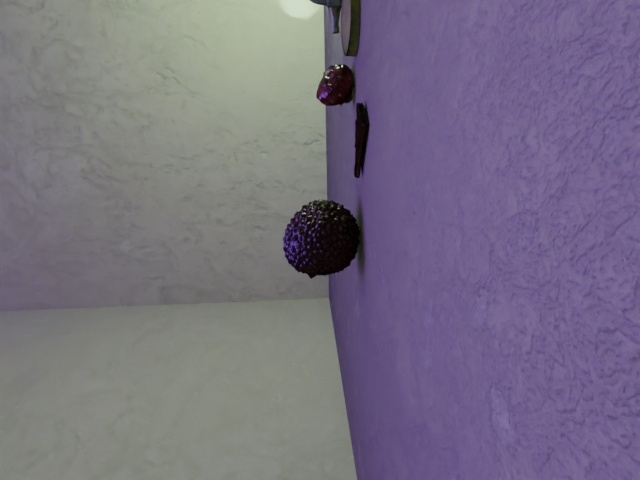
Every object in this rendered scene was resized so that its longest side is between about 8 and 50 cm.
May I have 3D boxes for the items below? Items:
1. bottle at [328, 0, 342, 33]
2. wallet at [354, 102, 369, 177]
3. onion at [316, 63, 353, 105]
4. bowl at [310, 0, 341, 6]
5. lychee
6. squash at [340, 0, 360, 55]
[{"bbox_3d":[0.064,-1.125,2.008,0.083,0.083,0.269,-101,9,-76],"label":"bottle"},{"bbox_3d":[0.136,-0.351,1.490,0.255,0.031,0.137,91,176,-56],"label":"wallet"},{"bbox_3d":[0.069,-0.620,1.736,0.147,0.184,0.184,37,-147,-34],"label":"onion"},{"bbox_3d":[-0.010,-1.063,1.634,0.307,0.163,0.307,-6,-90,-90],"label":"bowl"},{"bbox_3d":[0.000,0.000,1.687,0.306,0.306,0.330,-98,16,-71],"label":"lychee"},{"bbox_3d":[0.113,-0.817,1.576,0.252,0.049,0.252,178,90,-85],"label":"squash"}]
